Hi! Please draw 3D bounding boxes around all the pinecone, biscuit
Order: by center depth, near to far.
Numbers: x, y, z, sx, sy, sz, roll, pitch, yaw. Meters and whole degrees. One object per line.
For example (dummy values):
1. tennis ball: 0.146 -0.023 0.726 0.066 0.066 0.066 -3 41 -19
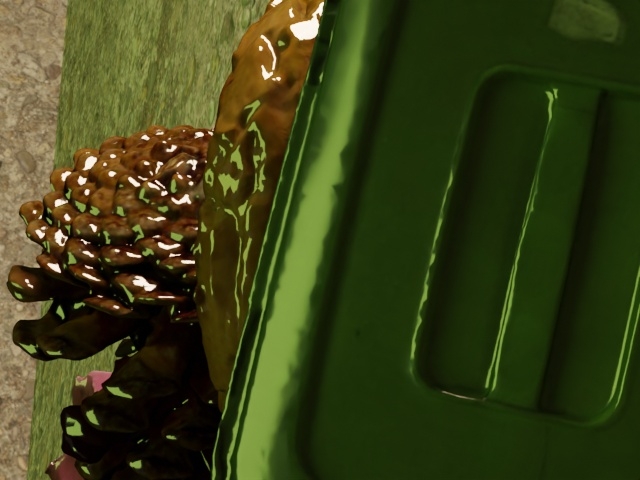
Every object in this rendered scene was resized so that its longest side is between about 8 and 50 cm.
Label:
1. biscuit: -0.002 -0.001 1.074 0.296 0.075 0.296 4 -90 -74
2. pinecone: -0.086 0.071 1.298 0.246 0.246 0.292 -117 25 -63

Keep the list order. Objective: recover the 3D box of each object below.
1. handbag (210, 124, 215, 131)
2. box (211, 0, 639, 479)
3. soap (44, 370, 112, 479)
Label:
1. handbag: -0.033 -0.010 1.568 0.116 0.179 0.205 111 162 -52
2. box: 0.114 0.015 0.911 0.178 0.252 0.329 35 -112 -74
3. soap: -0.065 0.258 1.418 0.359 0.233 0.128 -109 35 -57
